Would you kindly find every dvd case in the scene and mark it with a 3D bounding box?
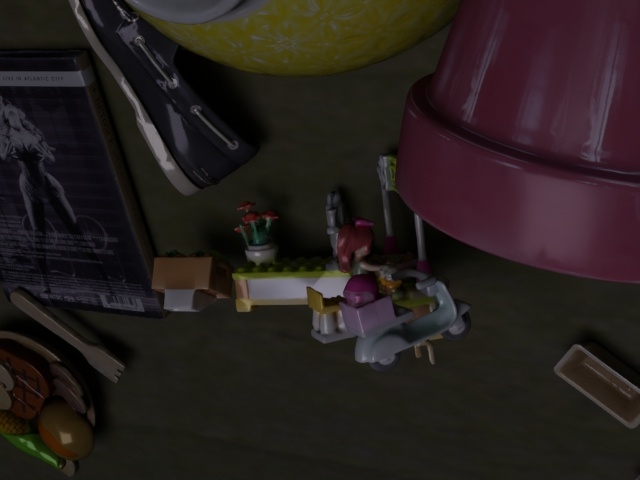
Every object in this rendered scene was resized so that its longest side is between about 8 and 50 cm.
[{"bbox_3d":[-0.210,-0.042,1.162,0.164,0.018,0.221,4,124,33],"label":"dvd case"}]

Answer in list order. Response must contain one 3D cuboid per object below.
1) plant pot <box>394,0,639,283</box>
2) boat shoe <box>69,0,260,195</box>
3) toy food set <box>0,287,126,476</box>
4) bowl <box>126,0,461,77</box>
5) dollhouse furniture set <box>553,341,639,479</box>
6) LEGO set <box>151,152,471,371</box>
[{"bbox_3d":[0.149,-0.097,0.780,0.201,0.201,0.180,18,114,22],"label":"plant pot"},{"bbox_3d":[-0.107,-0.130,1.010,0.065,0.075,0.206,-22,109,15],"label":"boat shoe"},{"bbox_3d":[-0.241,0.131,1.278,0.132,0.038,0.192,35,138,5],"label":"toy food set"},{"bbox_3d":[-0.048,-0.204,0.846,0.289,0.156,0.290,18,129,23],"label":"bowl"},{"bbox_3d":[0.185,0.133,0.981,0.114,0.081,0.091,37,134,6],"label":"dollhouse furniture set"},{"bbox_3d":[0.000,0.000,0.998,0.287,0.132,0.107,12,113,55],"label":"LEGO set"}]
